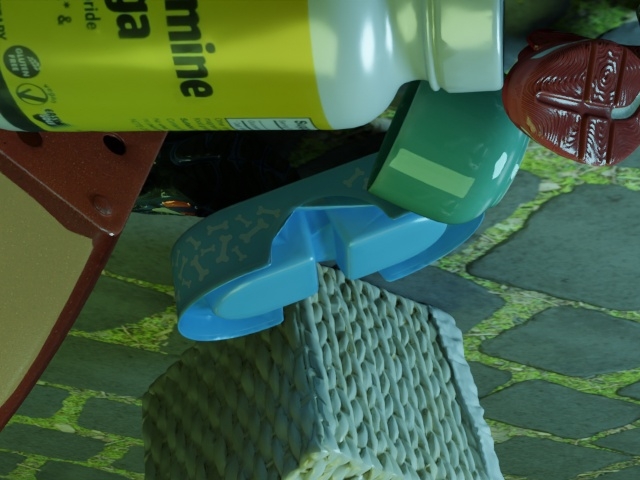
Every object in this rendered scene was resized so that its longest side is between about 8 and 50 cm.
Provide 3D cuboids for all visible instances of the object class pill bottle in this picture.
[{"bbox_3d":[-0.054,-0.162,0.708,0.334,0.188,0.188,0,154,10],"label":"pill bottle"}]

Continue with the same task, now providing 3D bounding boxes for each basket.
[{"bbox_3d":[-0.011,0.239,1.291,0.266,0.331,0.328,29,120,-29],"label":"basket"}]

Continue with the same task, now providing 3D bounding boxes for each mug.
[{"bbox_3d":[0.109,-0.086,0.904,0.097,0.157,0.129,23,132,-2],"label":"mug"}]

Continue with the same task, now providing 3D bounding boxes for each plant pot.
[{"bbox_3d":[-0.269,-0.045,0.886,0.267,0.267,0.236,40,122,-19],"label":"plant pot"}]

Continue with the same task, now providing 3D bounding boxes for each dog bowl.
[{"bbox_3d":[0.000,0.000,1.043,0.297,0.074,0.166,-20,160,-6],"label":"dog bowl"}]

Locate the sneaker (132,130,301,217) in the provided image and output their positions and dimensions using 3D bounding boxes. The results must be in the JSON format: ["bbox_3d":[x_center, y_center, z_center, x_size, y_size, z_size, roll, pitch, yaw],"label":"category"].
[{"bbox_3d":[-0.125,-0.059,1.084,0.221,0.083,0.087,8,170,2],"label":"sneaker"}]

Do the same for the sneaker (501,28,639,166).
[{"bbox_3d":[0.170,-0.106,0.809,0.221,0.087,0.128,-3,-165,-44],"label":"sneaker"}]

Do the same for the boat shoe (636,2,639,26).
[{"bbox_3d":[0.291,-0.165,0.788,0.152,0.049,0.056,-16,149,40],"label":"boat shoe"}]
